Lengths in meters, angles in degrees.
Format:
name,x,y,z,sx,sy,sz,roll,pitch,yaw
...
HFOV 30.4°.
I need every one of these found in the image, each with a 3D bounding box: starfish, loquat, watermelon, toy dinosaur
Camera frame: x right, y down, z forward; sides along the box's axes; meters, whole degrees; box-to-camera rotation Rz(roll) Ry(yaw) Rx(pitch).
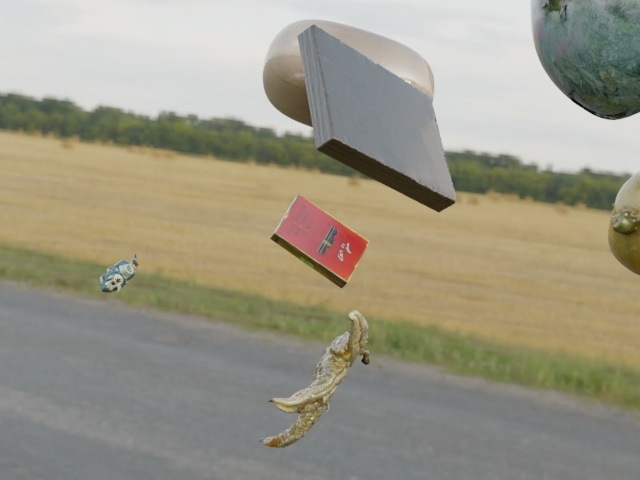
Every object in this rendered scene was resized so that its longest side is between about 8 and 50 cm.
name,x,y,z,sx,sy,sz,roll,pitch,yaw
starfish,-0.001,0.155,1.213,0.050,0.138,0.247,38,-20,12
loquat,0.496,-0.028,1.730,0.204,0.172,0.149,-2,38,-45
watermelon,0.380,-0.287,1.642,0.175,0.188,0.322,22,-5,-23
toy dinosaur,-0.292,0.050,1.722,0.047,0.030,0.083,-27,16,28

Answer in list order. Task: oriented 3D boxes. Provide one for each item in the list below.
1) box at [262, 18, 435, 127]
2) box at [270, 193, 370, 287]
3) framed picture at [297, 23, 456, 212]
name,x,y,z,sx,sy,sz,roll,pitch,yaw
box,0.032,-0.182,1.360,0.200,0.088,0.146,16,-30,-6
box,0.000,0.000,1.751,0.133,0.090,0.023,35,-36,-3
framed picture,0.052,-0.108,1.061,0.023,0.128,0.168,-32,-38,32
